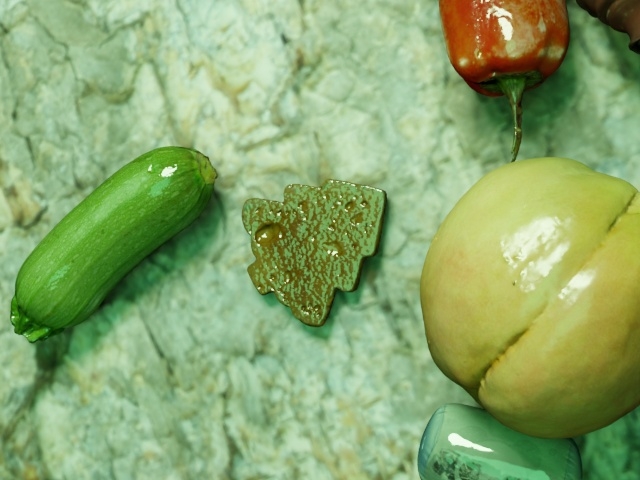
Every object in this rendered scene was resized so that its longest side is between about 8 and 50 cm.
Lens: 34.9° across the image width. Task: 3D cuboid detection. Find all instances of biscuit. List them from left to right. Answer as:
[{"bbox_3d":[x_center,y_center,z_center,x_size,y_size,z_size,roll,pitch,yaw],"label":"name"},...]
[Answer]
[{"bbox_3d":[0.000,0.000,0.801,0.130,0.019,0.119,-32,78,14],"label":"biscuit"}]

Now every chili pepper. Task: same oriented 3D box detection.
[{"bbox_3d":[0.133,-0.145,0.736,0.086,0.084,0.192,-9,82,45],"label":"chili pepper"}]

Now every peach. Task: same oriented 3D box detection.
[{"bbox_3d":[0.153,0.040,0.674,0.184,0.184,0.184,-1,87,17],"label":"peach"}]

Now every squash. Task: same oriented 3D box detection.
[{"bbox_3d":[-0.174,0.000,0.831,0.219,0.068,0.077,-43,78,12],"label":"squash"}]

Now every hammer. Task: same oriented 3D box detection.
[{"bbox_3d":[0.117,0.220,0.736,0.116,0.069,0.193,13,99,17],"label":"hammer"}]

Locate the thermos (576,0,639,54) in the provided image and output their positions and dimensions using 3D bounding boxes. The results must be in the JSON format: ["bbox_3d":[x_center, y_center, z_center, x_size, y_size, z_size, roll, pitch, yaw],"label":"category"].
[{"bbox_3d":[0.207,-0.225,0.690,0.099,0.124,0.232,-37,60,54],"label":"thermos"}]
